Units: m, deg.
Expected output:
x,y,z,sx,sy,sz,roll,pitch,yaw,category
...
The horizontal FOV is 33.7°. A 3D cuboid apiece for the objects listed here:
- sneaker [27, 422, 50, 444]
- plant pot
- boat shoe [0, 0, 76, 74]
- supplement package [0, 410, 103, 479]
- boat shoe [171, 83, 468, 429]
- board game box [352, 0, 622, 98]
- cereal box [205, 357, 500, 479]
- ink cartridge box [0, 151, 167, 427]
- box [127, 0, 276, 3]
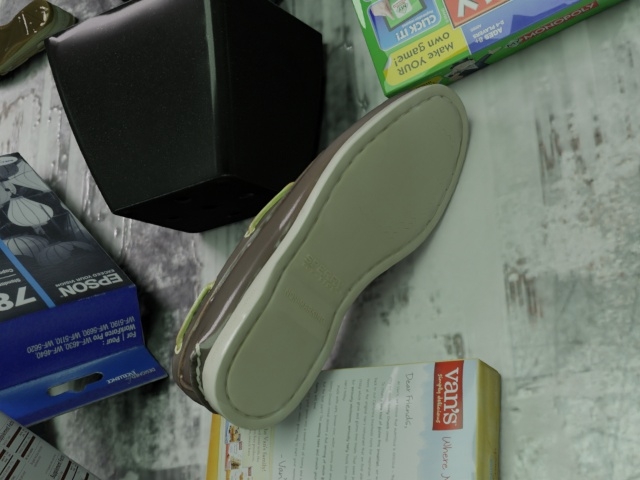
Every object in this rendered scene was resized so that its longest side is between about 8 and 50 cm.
x,y,z,sx,sy,sz,roll,pitch,yaw,category
-0.335,0.199,1.011,0.131,0.112,0.319,-43,51,35,sneaker
-0.110,-0.106,0.942,0.188,0.187,0.167,-15,75,27,plant pot
-0.353,-0.229,1.231,0.153,0.048,0.056,-28,69,28,boat shoe
-0.244,0.275,0.815,0.194,0.203,0.149,-53,8,2,supplement package
0.000,0.000,0.849,0.097,0.116,0.324,13,63,53,boat shoe
0.166,-0.275,0.883,0.317,0.046,0.213,-24,73,22,board game box
0.019,0.185,0.809,0.240,0.047,0.173,-8,65,29,cereal box
-0.293,0.033,1.004,0.333,0.165,0.065,42,135,36,ink cartridge box
-0.179,-0.412,1.088,0.293,0.212,0.395,-52,52,3,box
